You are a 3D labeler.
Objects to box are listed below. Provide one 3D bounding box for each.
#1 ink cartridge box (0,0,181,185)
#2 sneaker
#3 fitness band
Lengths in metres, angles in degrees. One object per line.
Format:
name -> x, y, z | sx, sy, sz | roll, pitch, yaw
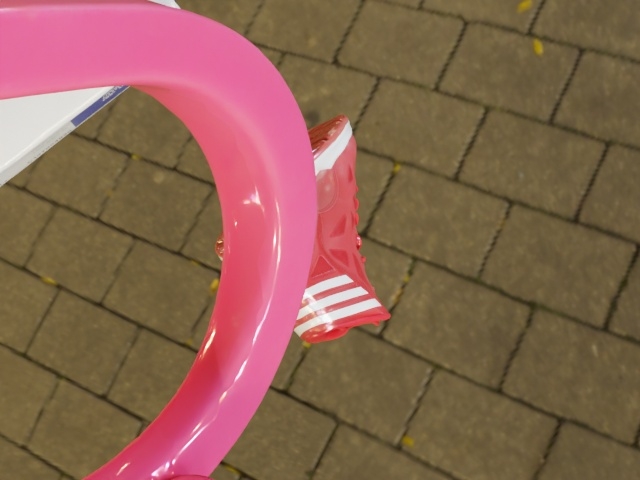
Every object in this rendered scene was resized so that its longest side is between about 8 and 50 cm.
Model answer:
ink cartridge box -> -0.225, -0.140, 0.617 | 0.223, 0.045, 0.224 | -40, 94, -5
sneaker -> 0.000, 0.000, 0.825 | 0.087, 0.128, 0.221 | -22, 21, 30
fitness band -> -0.101, 0.028, 0.353 | 0.054, 0.291, 0.209 | 9, 107, 36
